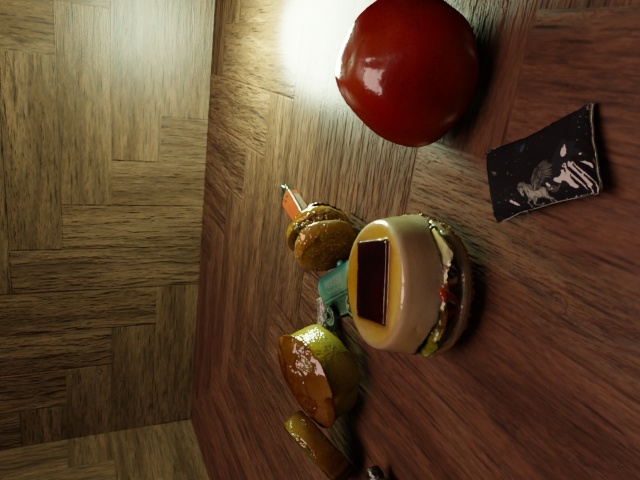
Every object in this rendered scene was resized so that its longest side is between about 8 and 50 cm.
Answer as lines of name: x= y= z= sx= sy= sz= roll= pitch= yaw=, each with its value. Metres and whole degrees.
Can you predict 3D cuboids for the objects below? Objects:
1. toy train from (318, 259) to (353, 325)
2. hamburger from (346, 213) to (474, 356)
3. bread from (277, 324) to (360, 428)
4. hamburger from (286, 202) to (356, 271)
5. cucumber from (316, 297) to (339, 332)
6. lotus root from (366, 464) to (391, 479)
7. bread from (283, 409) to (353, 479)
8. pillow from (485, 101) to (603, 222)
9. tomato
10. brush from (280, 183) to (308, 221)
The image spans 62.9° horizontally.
toy train: x=0.071 y=0.126 z=1.327 sx=0.248 sy=0.101 sz=0.159 roll=-36 pitch=67 yaw=61
hamburger: x=0.173 y=0.089 z=1.045 sx=0.302 sy=0.170 sz=0.302 roll=-178 pitch=90 yaw=-69
bread: x=-0.010 y=0.364 z=1.418 sx=0.270 sy=0.148 sz=0.270 roll=37 pitch=138 yaw=43
hamburger: x=0.003 y=0.006 z=1.390 sx=0.191 sy=0.182 sz=0.118 roll=109 pitch=156 yaw=-43
cucumber: x=0.020 y=0.210 z=1.499 sx=0.064 sy=0.064 sz=0.112 roll=158 pitch=111 yaw=-63
lotus root: x=0.149 y=0.625 z=1.217 sx=0.113 sy=0.088 sz=0.192 roll=-43 pitch=51 yaw=38
bread: x=-0.008 y=0.569 z=1.438 sx=0.236 sy=0.070 sz=0.236 roll=44 pitch=163 yaw=17
pillow: x=0.340 y=-0.110 z=0.814 sx=0.208 sy=0.055 sz=0.141 roll=154 pitch=121 yaw=-62
tomato: x=0.151 y=-0.326 z=1.003 sx=0.298 sy=0.226 sz=0.299 roll=-179 pitch=90 yaw=-68
brush: x=-0.068 y=-0.092 z=1.696 sx=0.323 sy=0.051 sz=0.070 roll=59 pitch=136 yaw=51
